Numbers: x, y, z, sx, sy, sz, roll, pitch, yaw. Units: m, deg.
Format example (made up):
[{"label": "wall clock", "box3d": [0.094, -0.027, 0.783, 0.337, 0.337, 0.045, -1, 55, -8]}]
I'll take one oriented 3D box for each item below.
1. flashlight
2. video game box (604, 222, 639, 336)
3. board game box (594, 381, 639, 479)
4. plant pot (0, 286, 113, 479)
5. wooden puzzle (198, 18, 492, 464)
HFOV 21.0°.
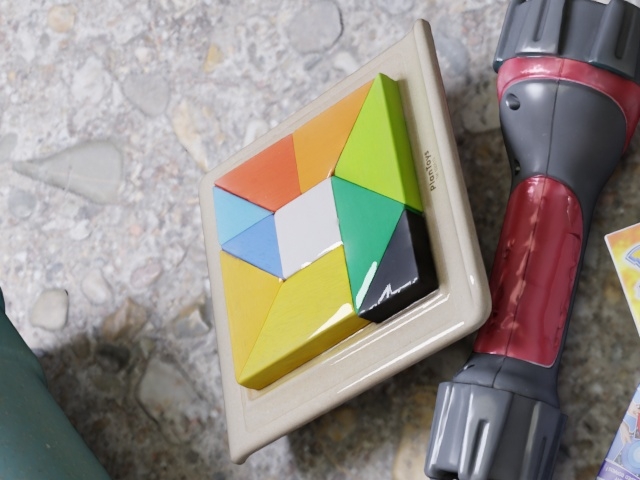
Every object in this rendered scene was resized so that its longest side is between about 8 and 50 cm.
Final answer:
[{"label": "flashlight", "box3d": [0.130, 0.003, 1.048, 0.103, 0.103, 0.304, -9, 64, 63]}, {"label": "video game box", "box3d": [0.284, 0.046, 0.964, 0.205, 0.048, 0.187, -22, 57, 12]}, {"label": "board game box", "box3d": [0.257, 0.157, 0.984, 0.201, 0.035, 0.136, 25, 89, 31]}, {"label": "plant pot", "box3d": [-0.244, 0.231, 1.087, 0.334, 0.341, 0.341, 44, 99, 22]}, {"label": "wooden puzzle", "box3d": [0.000, 0.000, 1.103, 0.239, 0.044, 0.221, -36, 49, 35]}]
